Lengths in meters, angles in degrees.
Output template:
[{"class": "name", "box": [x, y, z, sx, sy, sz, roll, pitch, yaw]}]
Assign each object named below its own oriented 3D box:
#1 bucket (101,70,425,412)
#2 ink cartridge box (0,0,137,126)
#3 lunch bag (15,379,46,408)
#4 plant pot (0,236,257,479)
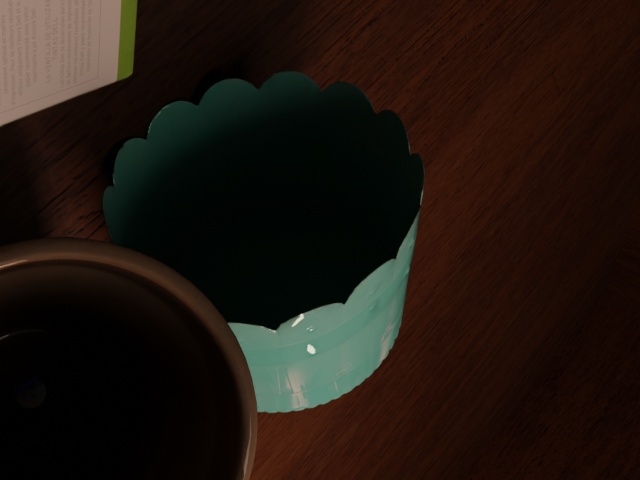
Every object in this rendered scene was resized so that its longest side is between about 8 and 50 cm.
[{"class": "bucket", "box": [-0.044, 0.006, 0.869, 0.281, 0.281, 0.183, -44, 152, -27]}, {"class": "ink cartridge box", "box": [-0.224, -0.154, 0.537, 0.255, 0.097, 0.189, -31, 146, -41]}, {"class": "lunch bag", "box": [-0.274, 0.209, 0.901, 0.151, 0.096, 0.129, -32, 151, -18]}, {"class": "plant pot", "box": [-0.204, 0.126, 0.721, 0.263, 0.263, 0.229, -51, -163, -13]}]
